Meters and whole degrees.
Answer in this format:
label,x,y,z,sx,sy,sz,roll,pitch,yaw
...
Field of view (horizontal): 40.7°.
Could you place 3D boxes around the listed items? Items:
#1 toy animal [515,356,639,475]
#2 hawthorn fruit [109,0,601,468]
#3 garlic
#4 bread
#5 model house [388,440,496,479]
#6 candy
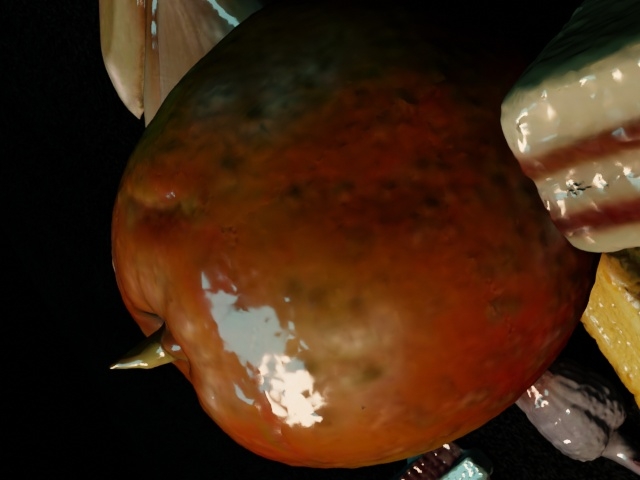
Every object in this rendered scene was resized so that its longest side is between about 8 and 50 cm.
label,x,y,z,sx,sy,sz,roll,pitch,yaw
toy animal,0.278,0.187,0.921,0.324,0.090,0.195,31,170,20
hawthorn fruit,0.000,0.000,0.721,0.403,0.403,0.402,34,148,25
garlic,-0.126,-0.211,0.956,0.279,0.132,0.325,31,144,30
bread,0.287,0.070,0.743,0.211,0.083,0.114,60,158,9
model house,0.205,0.444,1.233,0.280,0.230,0.249,44,126,6
candy,0.268,-0.106,0.476,0.321,0.179,0.135,-10,119,53
